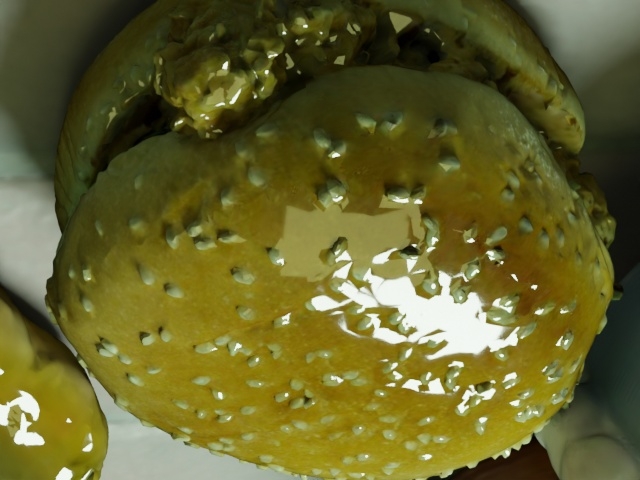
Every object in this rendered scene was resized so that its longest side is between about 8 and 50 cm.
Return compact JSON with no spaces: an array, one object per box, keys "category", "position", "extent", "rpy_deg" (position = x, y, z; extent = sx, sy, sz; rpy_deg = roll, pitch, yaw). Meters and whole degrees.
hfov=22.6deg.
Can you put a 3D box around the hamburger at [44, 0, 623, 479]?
[{"category":"hamburger","position":[0.000,0.000,0.561],"extent":[0.189,0.122,0.215],"rpy_deg":[-30,135,21]}]

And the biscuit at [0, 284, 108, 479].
[{"category":"biscuit","position":[-0.273,0.090,0.621],"extent":[0.329,0.078,0.335],"rpy_deg":[29,123,-33]}]

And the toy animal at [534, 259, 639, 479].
[{"category":"toy animal","position":[0.190,0.049,0.626],"extent":[0.156,0.208,0.204],"rpy_deg":[41,106,-3]}]

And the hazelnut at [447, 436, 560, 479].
[{"category":"hazelnut","position":[0.121,0.198,0.758],"extent":[0.214,0.214,0.176],"rpy_deg":[-33,147,21]}]
